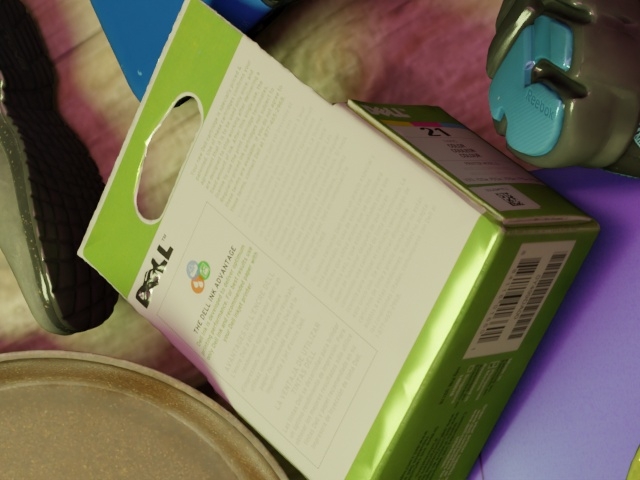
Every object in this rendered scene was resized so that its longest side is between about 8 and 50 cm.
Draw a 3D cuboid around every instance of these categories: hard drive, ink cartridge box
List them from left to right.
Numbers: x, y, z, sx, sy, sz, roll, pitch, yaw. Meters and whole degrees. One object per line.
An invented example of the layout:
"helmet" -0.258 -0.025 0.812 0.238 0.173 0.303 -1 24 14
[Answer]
"ink cartridge box" 0.000 0.000 0.933 0.255 0.097 0.189 40 116 32
"hard drive" 0.210 0.053 0.915 0.318 0.040 0.210 -9 87 21

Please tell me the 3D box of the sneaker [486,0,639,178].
"sneaker" 0.167 -0.191 0.900 0.139 0.125 0.341 10 74 -22

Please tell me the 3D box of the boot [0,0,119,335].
"boot" -0.231 -0.030 1.072 0.161 0.083 0.247 -28 75 25

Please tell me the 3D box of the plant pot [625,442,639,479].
"plant pot" 0.254 0.197 0.754 0.276 0.254 0.276 5 105 18

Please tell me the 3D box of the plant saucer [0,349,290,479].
"plant saucer" -0.152 0.205 0.960 0.310 0.050 0.311 -1 104 -2

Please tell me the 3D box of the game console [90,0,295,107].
"game console" -0.046 -0.267 1.020 0.250 0.173 0.293 -36 75 49
